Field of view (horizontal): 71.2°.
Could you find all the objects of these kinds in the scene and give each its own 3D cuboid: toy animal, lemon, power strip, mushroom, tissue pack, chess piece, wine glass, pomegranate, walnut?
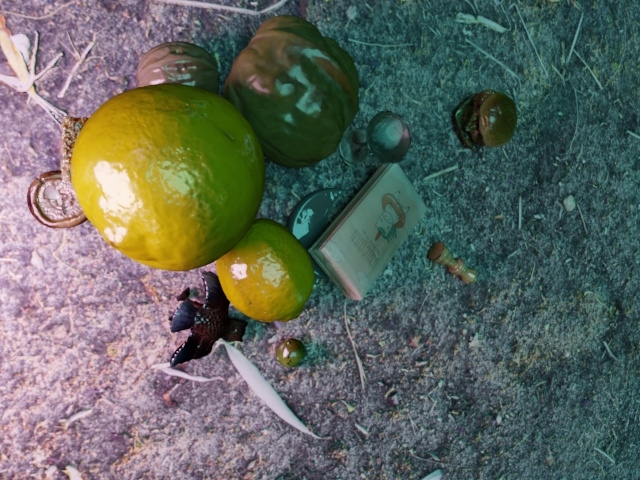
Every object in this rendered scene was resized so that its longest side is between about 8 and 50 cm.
[{"bbox_3d":[-0.241,0.185,0.982,0.179,0.116,0.219,23,80,-21],"label":"toy animal"},{"bbox_3d":[-0.119,0.066,0.975,0.204,0.204,0.260,-35,104,-15],"label":"lemon"},{"bbox_3d":[0.000,0.000,1.096,0.167,0.054,0.254,-6,96,-19],"label":"power strip"},{"bbox_3d":[-0.509,-0.080,0.884,0.123,0.052,0.123,1,86,-18],"label":"mushroom"},{"bbox_3d":[0.126,-0.029,1.088,0.325,0.071,0.170,-49,115,-28],"label":"tissue pack"},{"bbox_3d":[-0.257,-0.115,0.805,0.347,0.348,0.348,-2,96,-22],"label":"lemon"},{"bbox_3d":[0.380,0.070,1.256,0.172,0.060,0.060,33,82,-23],"label":"chess piece"},{"bbox_3d":[0.115,-0.231,1.052,0.122,0.183,0.122,-2,94,-24],"label":"wine glass"},{"bbox_3d":[-0.068,0.275,1.091,0.073,0.073,0.084,-58,147,-8],"label":"pomegranate"},{"bbox_3d":[-0.055,-0.310,0.941,0.276,0.282,0.253,34,121,-27],"label":"walnut"},{"bbox_3d":[-0.287,-0.331,0.910,0.162,0.140,0.140,-8,98,-30],"label":"walnut"}]

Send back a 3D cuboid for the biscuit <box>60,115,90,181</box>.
[{"bbox_3d":[-0.398,-0.175,0.910,0.230,0.025,0.131,-2,95,-35],"label":"biscuit"}]

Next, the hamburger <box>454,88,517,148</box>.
[{"bbox_3d":[0.465,-0.333,1.211,0.185,0.131,0.159,-44,112,-17],"label":"hamburger"}]
